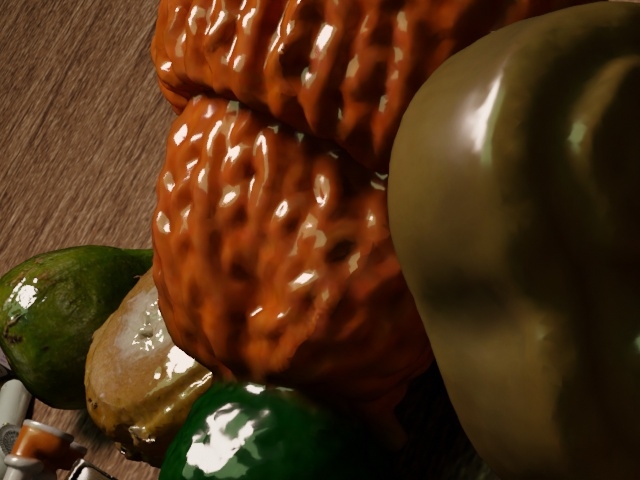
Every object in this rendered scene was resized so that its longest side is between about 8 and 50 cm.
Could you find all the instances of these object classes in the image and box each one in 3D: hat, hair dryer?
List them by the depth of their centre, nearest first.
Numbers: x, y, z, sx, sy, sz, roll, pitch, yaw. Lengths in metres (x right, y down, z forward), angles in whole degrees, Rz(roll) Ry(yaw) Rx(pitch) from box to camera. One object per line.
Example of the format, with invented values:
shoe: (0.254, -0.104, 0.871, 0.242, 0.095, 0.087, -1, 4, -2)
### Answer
hat: (0.000, 0.000, 1.122, 0.400, 0.285, 0.285, -65, 27, 3)
hair dryer: (-0.256, 0.157, 1.513, 0.082, 0.047, 0.137, -39, 24, 24)

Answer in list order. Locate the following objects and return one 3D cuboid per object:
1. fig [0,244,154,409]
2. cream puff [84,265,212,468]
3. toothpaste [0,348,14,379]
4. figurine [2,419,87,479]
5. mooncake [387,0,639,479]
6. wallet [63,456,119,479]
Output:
fig: (-0.166, 0.054, 1.432, 0.156, 0.123, 0.123, -28, 21, -18)
cream puff: (-0.073, 0.080, 1.243, 0.165, 0.115, 0.150, -32, 38, 15)
toothpaste: (-0.322, 0.108, 1.670, 0.196, 0.047, 0.040, -19, 44, 47)
figurine: (-0.231, 0.249, 1.258, 0.271, 0.143, 0.143, -55, 27, -10)
mooncake: (0.152, 0.003, 0.889, 0.117, 0.235, 0.235, -11, 47, 57)
wallet: (-0.158, 0.245, 1.184, 0.198, 0.110, 0.031, -58, -5, -14)
